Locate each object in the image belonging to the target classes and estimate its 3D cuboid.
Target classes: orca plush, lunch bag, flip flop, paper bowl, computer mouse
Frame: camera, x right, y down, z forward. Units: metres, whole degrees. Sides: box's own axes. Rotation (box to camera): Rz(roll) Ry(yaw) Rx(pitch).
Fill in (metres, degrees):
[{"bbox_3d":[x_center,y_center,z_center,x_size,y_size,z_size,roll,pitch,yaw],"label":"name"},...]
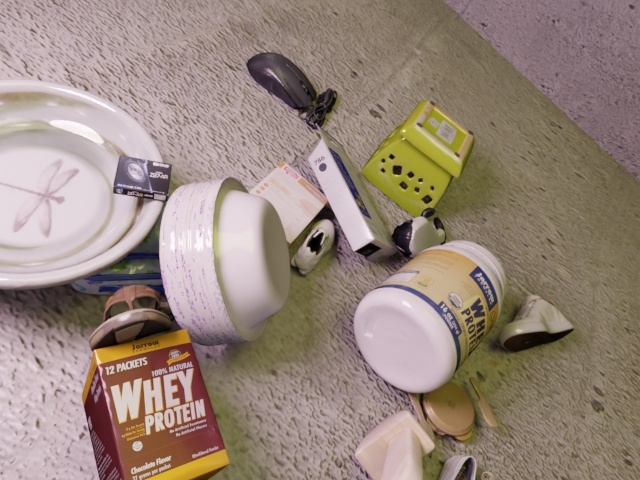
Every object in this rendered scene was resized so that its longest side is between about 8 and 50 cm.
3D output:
[{"bbox_3d":[0.235,-0.023,1.285,0.102,0.151,0.287,15,23,28],"label":"orca plush"},{"bbox_3d":[-0.338,0.011,0.919,0.219,0.090,0.176,2,60,-29],"label":"lunch bag"},{"bbox_3d":[-0.279,0.107,0.767,0.112,0.277,0.080,-17,91,-8],"label":"flip flop"},{"bbox_3d":[-0.143,0.032,0.874,0.148,0.284,0.284,-9,54,10],"label":"paper bowl"},{"bbox_3d":[-0.077,-0.447,1.422,0.272,0.072,0.188,33,48,-7],"label":"computer mouse"}]

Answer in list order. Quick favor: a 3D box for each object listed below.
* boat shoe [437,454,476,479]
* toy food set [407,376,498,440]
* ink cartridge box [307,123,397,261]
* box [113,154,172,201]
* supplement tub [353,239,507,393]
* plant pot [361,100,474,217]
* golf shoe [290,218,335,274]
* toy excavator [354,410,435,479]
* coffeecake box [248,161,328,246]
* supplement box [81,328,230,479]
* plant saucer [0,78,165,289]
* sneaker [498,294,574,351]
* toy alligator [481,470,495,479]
[{"bbox_3d":[0.252,0.486,0.953,0.066,0.063,0.184,44,46,3],"label":"boat shoe"},{"bbox_3d":[0.271,0.361,1.080,0.192,0.038,0.132,1,51,-25],"label":"toy food set"},{"bbox_3d":[0.066,-0.113,1.226,0.165,0.065,0.333,22,41,-60],"label":"ink cartridge box"},{"bbox_3d":[-0.283,-0.099,0.813,0.083,0.018,0.067,9,55,-18],"label":"box"},{"bbox_3d":[0.244,0.146,1.082,0.316,0.228,0.228,-31,77,-42],"label":"supplement tub"},{"bbox_3d":[0.284,-0.234,1.399,0.227,0.207,0.228,38,45,-2],"label":"plant pot"},{"bbox_3d":[0.000,0.000,1.136,0.069,0.086,0.176,33,45,-4],"label":"golf shoe"},{"bbox_3d":[0.046,0.443,0.718,0.445,0.433,0.222,-37,85,-16],"label":"toy excavator"},{"bbox_3d":[-0.088,-0.073,1.145,0.142,0.068,0.185,40,46,0],"label":"coffeecake box"},{"bbox_3d":[-0.244,0.263,0.720,0.129,0.191,0.194,-8,62,-35],"label":"supplement box"},{"bbox_3d":[-0.455,-0.084,0.805,0.400,0.100,0.401,12,53,-16],"label":"plant saucer"},{"bbox_3d":[0.533,0.208,1.313,0.290,0.106,0.123,4,49,-41],"label":"sneaker"},{"bbox_3d":[0.394,0.528,1.023,0.189,0.056,0.051,45,5,6],"label":"toy alligator"}]
